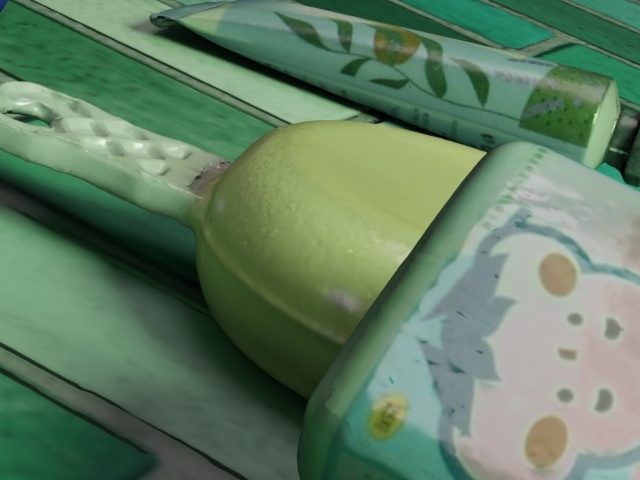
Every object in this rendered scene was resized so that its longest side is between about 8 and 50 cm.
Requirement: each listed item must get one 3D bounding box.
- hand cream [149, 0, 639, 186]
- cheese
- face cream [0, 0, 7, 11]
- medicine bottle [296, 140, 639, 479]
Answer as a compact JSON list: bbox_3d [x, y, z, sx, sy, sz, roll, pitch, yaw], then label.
[{"bbox_3d":[0.043,-0.081,0.880,0.256,0.055,0.088,17,20,14],"label":"hand cream"},{"bbox_3d":[0.005,-0.006,0.629,0.249,0.071,0.163,30,24,28],"label":"cheese"},{"bbox_3d":[-0.203,-0.153,0.626,0.206,0.206,0.111,33,28,32],"label":"face cream"},{"bbox_3d":[0.098,0.070,0.446,0.188,0.094,0.119,27,55,15],"label":"medicine bottle"}]
